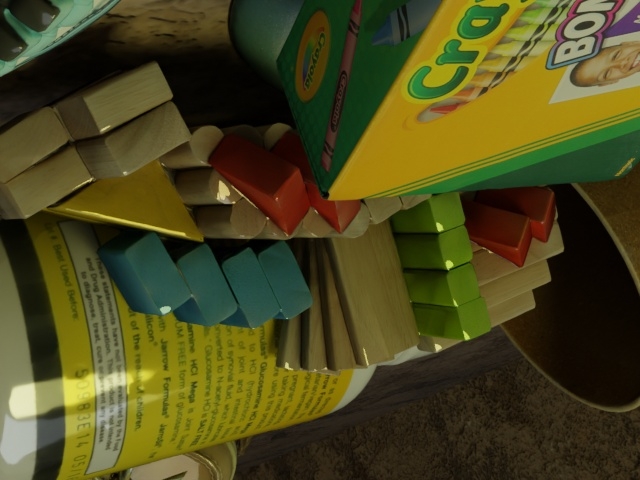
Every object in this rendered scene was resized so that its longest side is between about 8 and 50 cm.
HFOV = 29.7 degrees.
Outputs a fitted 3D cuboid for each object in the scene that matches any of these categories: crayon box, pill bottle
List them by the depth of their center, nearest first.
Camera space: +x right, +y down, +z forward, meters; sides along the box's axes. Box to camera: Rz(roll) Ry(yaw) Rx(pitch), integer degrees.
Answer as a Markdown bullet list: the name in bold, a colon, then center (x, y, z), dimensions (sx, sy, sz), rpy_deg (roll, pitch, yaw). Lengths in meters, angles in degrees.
- **crayon box**: center (0.107, -0.127, 0.461), dimensions (0.165, 0.081, 0.278), rpy_deg (-5, 150, -25)
- **pill bottle**: center (-0.080, 0.038, 0.771), dimensions (0.333, 0.188, 0.188), rpy_deg (-10, 164, -29)

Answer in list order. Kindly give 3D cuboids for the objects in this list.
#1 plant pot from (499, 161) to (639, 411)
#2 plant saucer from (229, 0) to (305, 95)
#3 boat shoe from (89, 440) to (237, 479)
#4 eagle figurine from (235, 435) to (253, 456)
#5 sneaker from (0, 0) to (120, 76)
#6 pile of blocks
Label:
- **plant pot**: center (0.260, -0.036, 0.907), dimensions (0.254, 0.237, 0.237), rpy_deg (-29, 170, -18)
- **plant saucer**: center (0.109, -0.138, 0.641), dimensions (0.317, 0.044, 0.317), rpy_deg (-17, 166, -4)
- **boat shoe**: center (-0.195, 0.155, 0.822), dimensions (0.285, 0.105, 0.089), rpy_deg (8, -158, -14)
- **eagle figurine**: center (-0.173, 0.088, 0.950), dimensions (0.298, 0.225, 0.226), rpy_deg (18, 114, -9)
- **sneaker**: center (-0.155, -0.075, 0.416), dimensions (0.283, 0.110, 0.122), rpy_deg (-14, -166, 30)
- **pile of blocks**: center (0.000, 0.000, 0.644), dimensions (0.362, 0.149, 0.112), rpy_deg (8, 176, -29)
